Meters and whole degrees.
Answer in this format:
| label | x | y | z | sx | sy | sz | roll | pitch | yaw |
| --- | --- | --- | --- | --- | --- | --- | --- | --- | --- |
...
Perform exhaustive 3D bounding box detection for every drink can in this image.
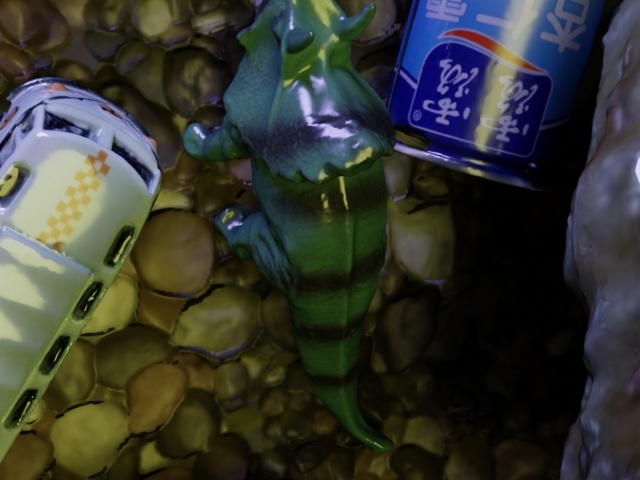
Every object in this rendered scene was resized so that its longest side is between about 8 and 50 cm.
| label | x | y | z | sx | sy | sz | roll | pitch | yaw |
| --- | --- | --- | --- | --- | --- | --- | --- | --- | --- |
| drink can | 0.102 | -0.150 | 0.474 | 0.097 | 0.097 | 0.235 | 12 | 100 | -22 |

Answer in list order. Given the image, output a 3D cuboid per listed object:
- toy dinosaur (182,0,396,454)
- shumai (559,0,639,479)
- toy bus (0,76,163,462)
| label | x | y | z | sx | sy | sz | roll | pitch | yaw |
| --- | --- | --- | --- | --- | --- | --- | --- | --- | --- |
| toy dinosaur | -0.009 | -0.010 | 0.490 | 0.079 | 0.120 | 0.292 | -21 | 135 | -24 |
| shumai | 0.236 | 0.020 | 0.394 | 0.395 | 0.395 | 0.348 | -10 | 71 | -17 |
| toy bus | -0.144 | 0.021 | 0.438 | 0.087 | 0.089 | 0.194 | 32 | 92 | -24 |
